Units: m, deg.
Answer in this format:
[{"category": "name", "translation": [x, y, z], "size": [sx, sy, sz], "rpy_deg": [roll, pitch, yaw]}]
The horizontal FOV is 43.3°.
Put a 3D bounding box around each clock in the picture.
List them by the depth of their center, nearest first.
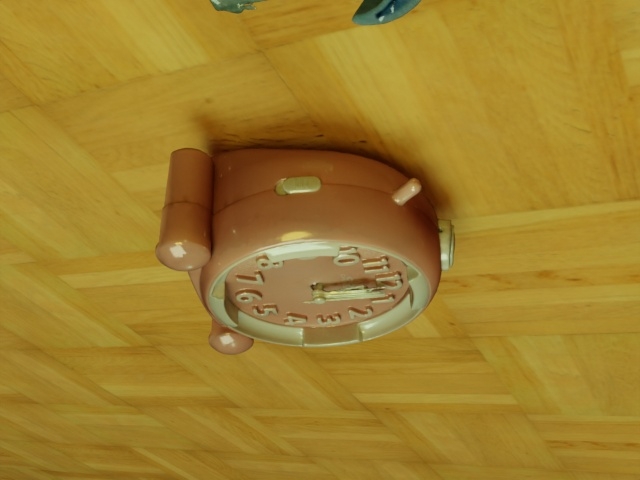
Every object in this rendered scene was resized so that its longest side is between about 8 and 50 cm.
[{"category": "clock", "translation": [0.000, 0.000, 0.732], "size": [0.241, 0.142, 0.227], "rpy_deg": [-3, 148, 8]}]

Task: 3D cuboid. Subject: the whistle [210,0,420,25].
[{"category": "whistle", "translation": [0.018, -0.196, 0.436], "size": [0.269, 0.093, 0.180], "rpy_deg": [-10, 143, 44]}]
